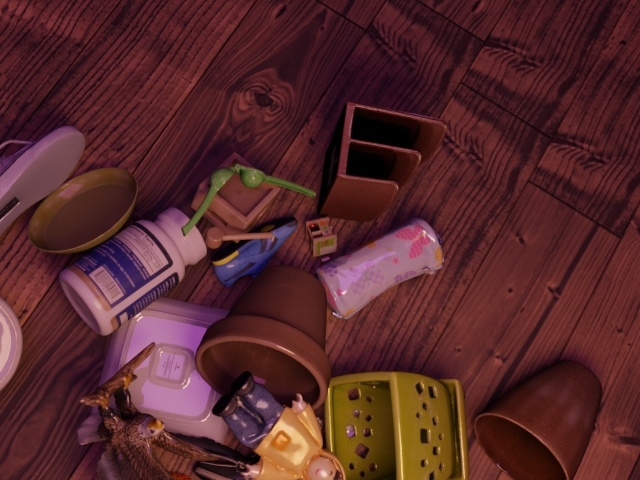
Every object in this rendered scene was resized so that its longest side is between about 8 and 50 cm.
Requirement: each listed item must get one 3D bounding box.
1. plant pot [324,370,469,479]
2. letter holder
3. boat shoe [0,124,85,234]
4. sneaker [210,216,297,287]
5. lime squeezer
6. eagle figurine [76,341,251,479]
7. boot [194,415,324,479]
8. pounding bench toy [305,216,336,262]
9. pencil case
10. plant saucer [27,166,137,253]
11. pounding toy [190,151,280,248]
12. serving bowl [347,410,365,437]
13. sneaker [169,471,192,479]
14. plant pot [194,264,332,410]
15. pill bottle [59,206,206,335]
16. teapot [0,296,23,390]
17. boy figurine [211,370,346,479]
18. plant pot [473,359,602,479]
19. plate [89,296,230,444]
[{"bbox_3d":[0.156,0.369,1.528,0.207,0.228,0.227,6,75,-34],"label":"plant pot"},{"bbox_3d":[0.124,-0.141,1.607,0.214,0.302,0.152,9,77,-5],"label":"letter holder"},{"bbox_3d":[-0.654,-0.125,1.604,0.156,0.136,0.367,36,73,16],"label":"boat shoe"},{"bbox_3d":[-0.131,0.024,1.670,0.209,0.069,0.082,-33,112,-20],"label":"sneaker"},{"bbox_3d":[-0.151,-0.105,1.584,0.310,0.059,0.110,-18,68,-32],"label":"lime squeezer"},{"bbox_3d":[-0.307,0.374,1.445,0.226,0.225,0.298,-39,91,-4],"label":"eagle figurine"},{"bbox_3d":[-0.116,0.420,1.573,0.236,0.085,0.179,10,63,9],"label":"boot"},{"bbox_3d":[0.000,0.000,1.693,0.052,0.083,0.065,-13,48,-12],"label":"pounding bench toy"},{"bbox_3d":[0.124,0.057,1.662,0.273,0.113,0.124,-26,102,-12],"label":"pencil case"},{"bbox_3d":[-0.472,-0.054,1.594,0.240,0.037,0.241,-13,42,12],"label":"plant saucer"},{"bbox_3d":[-0.178,-0.046,1.631,0.181,0.094,0.206,38,53,2],"label":"pounding toy"},{"bbox_3d":[0.049,0.384,1.623,0.083,0.027,0.083,2,77,-7],"label":"serving bowl"},{"bbox_3d":[-0.333,0.499,1.543,0.175,0.064,0.068,-12,101,-6],"label":"sneaker"},{"bbox_3d":[-0.086,0.180,1.552,0.263,0.263,0.229,21,49,-2],"label":"plant pot"},{"bbox_3d":[-0.366,0.054,1.566,0.264,0.153,0.153,-37,84,-27],"label":"pill bottle"},{"bbox_3d":[-0.704,0.201,1.497,0.256,0.187,0.253,-31,106,-36],"label":"teapot"},{"bbox_3d":[-0.070,0.375,1.452,0.285,0.092,0.177,46,74,-10],"label":"boy figurine"},{"bbox_3d":[0.467,0.357,1.604,0.230,0.215,0.215,-40,85,-27],"label":"plant pot"},{"bbox_3d":[-0.301,0.255,1.601,0.277,0.045,0.278,13,76,-4],"label":"plate"}]
